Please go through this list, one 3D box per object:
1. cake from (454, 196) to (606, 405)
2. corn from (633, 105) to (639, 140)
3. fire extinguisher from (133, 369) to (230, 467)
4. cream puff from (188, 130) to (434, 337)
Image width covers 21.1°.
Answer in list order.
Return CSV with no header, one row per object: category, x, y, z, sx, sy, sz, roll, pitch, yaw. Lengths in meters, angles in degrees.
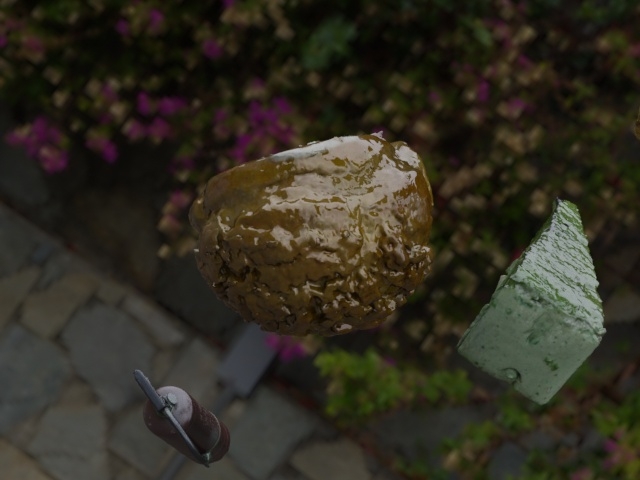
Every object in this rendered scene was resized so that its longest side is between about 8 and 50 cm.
cake,0.211,0.050,1.566,0.099,0.100,0.235,37,27,3
corn,0.318,-0.079,0.904,0.305,0.106,0.106,-3,-19,22
fire extinguisher,-0.110,0.157,1.427,0.078,0.045,0.157,52,-3,22
cream puff,0.000,0.000,1.010,0.150,0.115,0.165,-12,3,37
